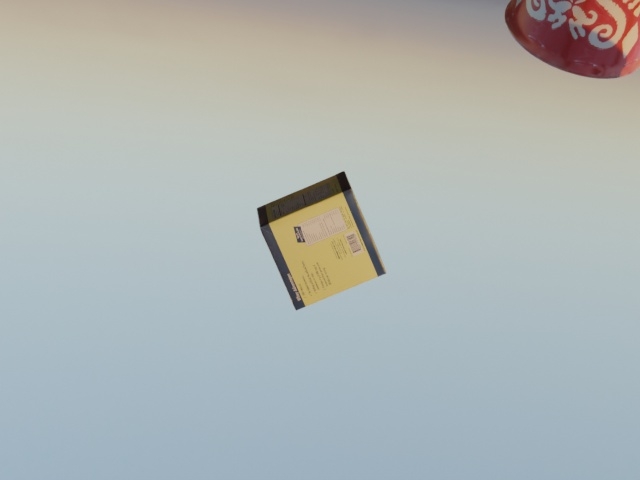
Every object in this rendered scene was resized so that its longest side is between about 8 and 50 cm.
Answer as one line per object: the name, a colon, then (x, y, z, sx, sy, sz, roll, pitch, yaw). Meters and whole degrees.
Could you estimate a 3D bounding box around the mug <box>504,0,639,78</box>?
mug: (0.228, -0.221, 1.069, 0.150, 0.169, 0.113, -9, -134, -26)

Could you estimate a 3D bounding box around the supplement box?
supplement box: (0.000, 0.000, 1.233, 0.083, 0.083, 0.056, -22, -162, 3)
